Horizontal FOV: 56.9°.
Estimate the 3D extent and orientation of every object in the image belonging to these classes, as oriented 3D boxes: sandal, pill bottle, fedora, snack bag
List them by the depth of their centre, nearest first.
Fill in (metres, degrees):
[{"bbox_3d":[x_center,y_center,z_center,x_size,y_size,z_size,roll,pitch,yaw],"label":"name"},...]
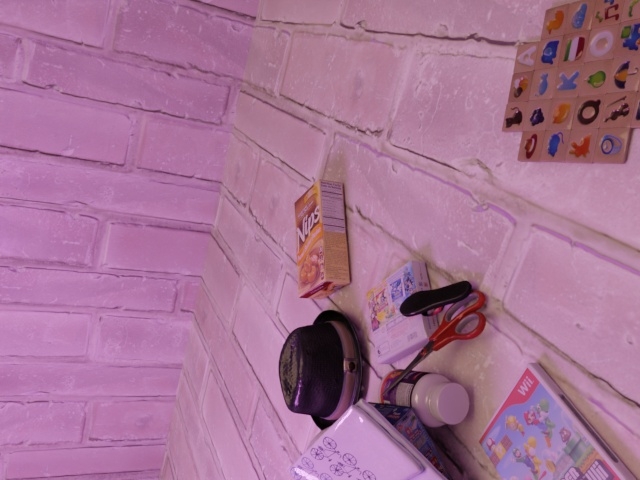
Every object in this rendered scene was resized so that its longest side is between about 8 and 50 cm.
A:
[{"bbox_3d":[0.123,0.513,1.185,0.342,0.037,0.323,42,128,8],"label":"snack bag"},{"bbox_3d":[0.214,0.327,1.226,0.193,0.108,0.108,-14,71,62],"label":"pill bottle"},{"bbox_3d":[0.243,0.132,1.242,0.179,0.040,0.067,-21,30,38],"label":"sandal"},{"bbox_3d":[-0.022,0.352,1.606,0.334,0.152,0.334,-23,63,57],"label":"fedora"}]

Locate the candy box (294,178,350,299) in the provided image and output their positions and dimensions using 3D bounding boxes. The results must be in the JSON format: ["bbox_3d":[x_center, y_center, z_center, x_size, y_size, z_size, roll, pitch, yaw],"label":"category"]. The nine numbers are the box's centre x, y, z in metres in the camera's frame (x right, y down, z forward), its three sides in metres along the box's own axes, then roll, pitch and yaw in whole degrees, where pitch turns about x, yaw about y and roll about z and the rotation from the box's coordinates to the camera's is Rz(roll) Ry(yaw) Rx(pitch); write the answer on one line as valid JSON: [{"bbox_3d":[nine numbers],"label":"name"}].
[{"bbox_3d":[0.000,0.000,1.758,0.183,0.087,0.316,-37,52,55],"label":"candy box"}]

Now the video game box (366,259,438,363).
[{"bbox_3d":[0.188,0.172,1.385,0.205,0.048,0.187,-44,48,51],"label":"video game box"}]

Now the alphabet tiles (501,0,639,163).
[{"bbox_3d":[0.450,-0.275,1.014,0.342,0.011,0.285,18,100,63],"label":"alphabet tiles"}]

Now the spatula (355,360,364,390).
[{"bbox_3d":[0.055,0.401,1.627,0.242,0.019,0.168,-26,60,60],"label":"spatula"}]

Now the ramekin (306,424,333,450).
[{"bbox_3d":[0.059,0.530,1.390,0.109,0.207,0.207,-119,43,-64],"label":"ramekin"}]

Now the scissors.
[{"bbox_3d":[0.227,0.213,1.214,0.297,0.021,0.109,-44,27,29],"label":"scissors"}]

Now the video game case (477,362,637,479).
[{"bbox_3d":[0.384,0.374,0.969,0.204,0.025,0.285,-68,30,27],"label":"video game case"}]

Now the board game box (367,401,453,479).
[{"bbox_3d":[0.177,0.433,1.221,0.194,0.060,0.194,56,155,-3],"label":"board game box"}]
